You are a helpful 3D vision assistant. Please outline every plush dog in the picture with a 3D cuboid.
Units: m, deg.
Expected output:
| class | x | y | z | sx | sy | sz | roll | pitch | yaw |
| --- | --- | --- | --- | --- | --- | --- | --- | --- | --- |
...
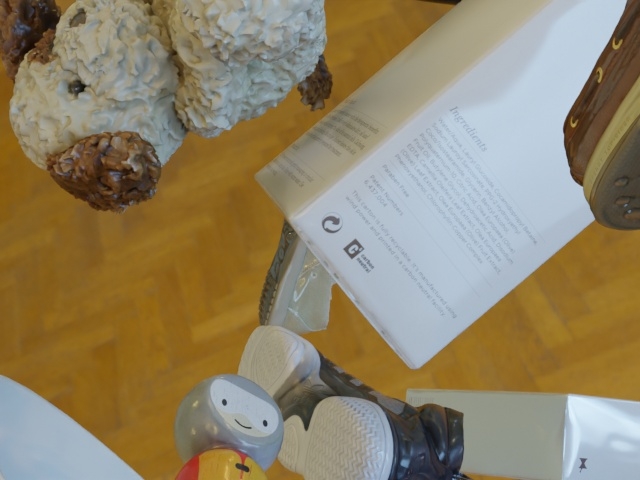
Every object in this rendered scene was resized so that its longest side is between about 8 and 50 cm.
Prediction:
| class | x | y | z | sx | sy | sz | roll | pitch | yaw |
| --- | --- | --- | --- | --- | --- | --- | --- | --- | --- |
| plush dog | -0.116 | -0.128 | 0.855 | 0.225 | 0.210 | 0.262 | -31 | 48 | -4 |

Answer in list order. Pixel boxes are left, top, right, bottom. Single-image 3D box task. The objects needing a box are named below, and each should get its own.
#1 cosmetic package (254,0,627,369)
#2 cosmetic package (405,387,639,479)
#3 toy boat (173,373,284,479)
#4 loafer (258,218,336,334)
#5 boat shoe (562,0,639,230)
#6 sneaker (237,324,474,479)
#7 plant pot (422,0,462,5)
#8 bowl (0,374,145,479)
| class | x | y | z | sx | sy | sz | roll | pitch | yaw |
| --- | --- | --- | --- | --- | --- | --- | --- | --- | --- |
| cosmetic package | 0.142 | -0.097 | 0.907 | 0.365 | 0.155 | 0.197 | -39 | 16 | 1 |
| cosmetic package | 0.323 | 0.225 | 1.335 | 0.377 | 0.097 | 0.284 | 10 | -8 | -28 |
| toy boat | -0.019 | 0.237 | 0.767 | 0.268 | 0.318 | 0.148 | -13 | 34 | 9 |
| loafer | 0.000 | 0.000 | 1.491 | 0.092 | 0.268 | 0.102 | 13 | 22 | -19 |
| boat shoe | 0.141 | -0.087 | 0.448 | 0.064 | 0.178 | 0.060 | 5 | 38 | -29 |
| sneaker | 0.030 | 0.162 | 1.071 | 0.268 | 0.153 | 0.101 | 35 | 105 | 59 |
| plant pot | 0.116 | -0.350 | 1.231 | 0.187 | 0.167 | 0.188 | -49 | 33 | 31 |
| bowl | -0.063 | 0.193 | 0.407 | 0.134 | 0.298 | 0.298 | -43 | 42 | -7 |
